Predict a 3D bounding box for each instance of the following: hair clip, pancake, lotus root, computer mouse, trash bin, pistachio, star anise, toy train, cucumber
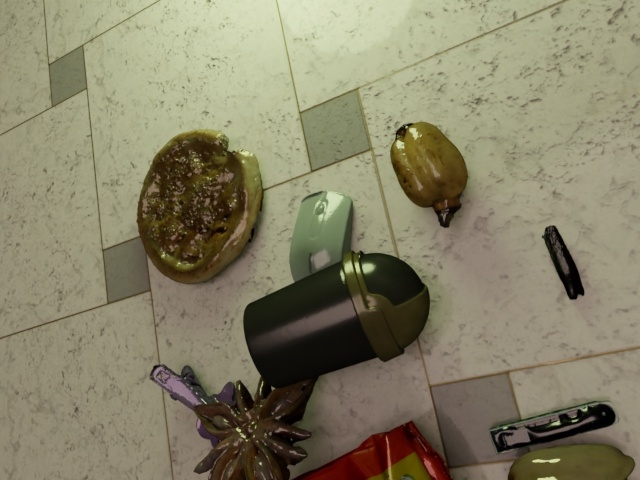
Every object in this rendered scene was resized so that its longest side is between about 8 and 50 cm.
[{"bbox_3d":[-0.255,0.363,1.183,0.278,0.090,0.137,33,84,18],"label":"hair clip"},{"bbox_3d":[-0.303,-0.095,1.282,0.381,0.071,0.383,-4,81,25],"label":"pancake"},{"bbox_3d":[0.214,-0.129,1.017,0.125,0.118,0.221,-46,64,48],"label":"lotus root"},{"bbox_3d":[0.000,0.000,1.122,0.127,0.079,0.231,-2,78,23],"label":"computer mouse"},{"bbox_3d":[0.040,0.139,0.992,0.333,0.214,0.214,-21,73,14],"label":"trash bin"},{"bbox_3d":[0.398,0.395,0.838,0.205,0.131,0.130,-20,82,17],"label":"pistachio"},{"bbox_3d":[-0.120,0.378,1.045,0.292,0.109,0.350,-20,47,-1],"label":"star anise"},{"bbox_3d":[0.393,0.316,0.897,0.207,0.047,0.043,-23,74,20],"label":"toy train"},{"bbox_3d":[0.429,0.038,0.933,0.033,0.034,0.135,-23,73,15],"label":"cucumber"}]

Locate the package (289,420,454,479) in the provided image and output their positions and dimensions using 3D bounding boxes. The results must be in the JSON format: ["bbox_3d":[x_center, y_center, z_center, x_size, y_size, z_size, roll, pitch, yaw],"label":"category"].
[{"bbox_3d":[0.062,0.497,0.982,0.423,0.123,0.196,-35,69,16],"label":"package"}]
